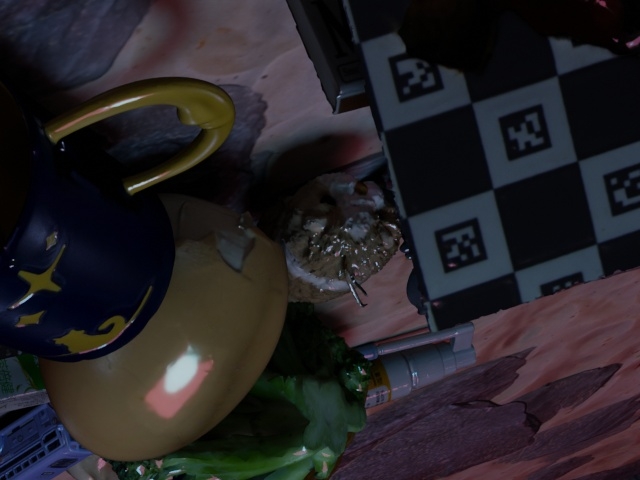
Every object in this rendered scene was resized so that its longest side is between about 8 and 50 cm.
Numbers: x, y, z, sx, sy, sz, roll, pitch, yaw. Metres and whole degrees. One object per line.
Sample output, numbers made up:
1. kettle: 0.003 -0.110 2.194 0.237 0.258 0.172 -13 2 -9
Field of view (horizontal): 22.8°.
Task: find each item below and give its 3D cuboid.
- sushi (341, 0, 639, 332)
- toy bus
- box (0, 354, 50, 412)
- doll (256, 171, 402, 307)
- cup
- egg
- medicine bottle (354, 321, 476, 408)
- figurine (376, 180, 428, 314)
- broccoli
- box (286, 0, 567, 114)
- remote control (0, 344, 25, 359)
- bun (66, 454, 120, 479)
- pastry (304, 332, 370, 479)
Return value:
1. sushi: 0.183 -0.156 1.089 0.343 0.359 0.064 -19 -164 -8
2. toy bus: -0.291 0.213 1.702 0.167 0.076 0.073 -33 155 25
3. box: -0.301 0.138 1.559 0.207 0.049 0.041 -11 158 -25
4. doll: -0.007 0.001 1.432 0.105 0.114 0.221 10 175 -22
5. cup: -0.183 -0.013 1.119 0.255 0.178 0.256 0 166 19
6. egg: -0.138 0.071 1.335 0.201 0.201 0.244 13 102 -55
7. medicine bottle: 0.087 0.156 1.952 0.221 0.061 0.092 -16 138 -16
8. figurine: 0.137 -0.039 1.460 0.193 0.140 0.265 -38 173 -4
9. broccoli: -0.080 0.155 1.510 0.245 0.265 0.294 -2 -155 34
10. box: 0.073 -0.164 1.133 0.178 0.115 0.036 -17 155 -14
11. remote control: -0.281 0.088 1.497 0.245 0.025 0.063 -12 154 -23
12. bun: -0.204 0.233 1.796 0.183 0.102 0.183 -21 157 -9
13. pastry: -0.066 0.239 1.771 0.329 0.136 0.329 -51 163 -22
